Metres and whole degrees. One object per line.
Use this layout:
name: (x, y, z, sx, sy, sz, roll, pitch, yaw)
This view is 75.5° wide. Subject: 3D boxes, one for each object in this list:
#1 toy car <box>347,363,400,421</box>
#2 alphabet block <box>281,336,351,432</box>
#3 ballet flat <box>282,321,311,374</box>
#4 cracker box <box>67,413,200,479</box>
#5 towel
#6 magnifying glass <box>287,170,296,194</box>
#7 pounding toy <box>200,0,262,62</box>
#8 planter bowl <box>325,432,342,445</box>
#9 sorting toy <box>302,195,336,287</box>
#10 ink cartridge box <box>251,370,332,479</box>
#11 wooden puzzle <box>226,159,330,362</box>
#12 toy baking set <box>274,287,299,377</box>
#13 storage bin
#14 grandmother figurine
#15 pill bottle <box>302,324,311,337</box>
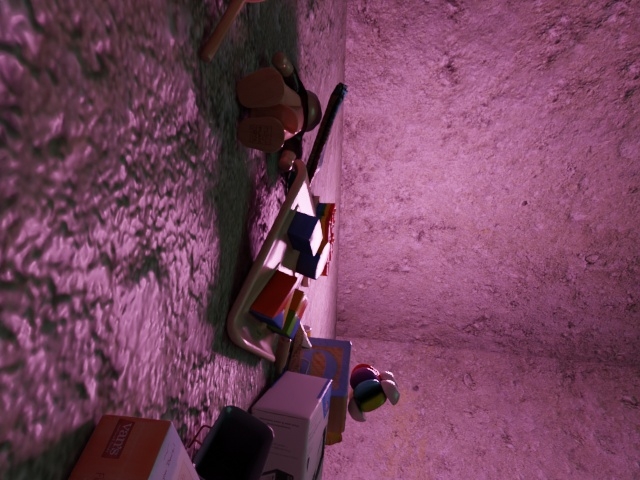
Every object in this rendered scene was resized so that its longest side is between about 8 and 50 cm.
toy car: (0.146, 0.446, 1.259, 0.136, 0.159, 0.182, 60, 6, 2)
alphabet block: (-0.012, 0.421, 1.217, 0.192, 0.193, 0.197, -76, 169, -50)
ballet flat: (-0.060, 0.308, 1.112, 0.073, 0.067, 0.206, 122, -23, -68)
cracker box: (-0.160, 0.281, 0.356, 0.156, 0.067, 0.232, -79, 172, -50)
towel: (0.008, -0.257, 1.058, 0.370, 0.040, 0.272, -80, -170, -66)
magnifying glass: (-0.060, -0.146, 1.155, 0.231, 0.026, 0.092, -42, 136, -78)
pounding toy: (-0.065, -0.264, 0.425, 0.269, 0.154, 0.155, -73, 166, -61)
planter bowl: (-0.038, 0.616, 1.370, 0.090, 0.217, 0.217, -36, 142, -32)
sorting toy: (0.000, 0.000, 1.485, 0.257, 0.089, 0.256, -72, 166, -65)
ink cartridge box: (-0.069, 0.488, 0.928, 0.223, 0.128, 0.308, -12, 108, -77)
wooden puzzle: (-0.056, 0.065, 0.834, 0.322, 0.080, 0.348, 77, 30, -68)
toy baking set: (-0.088, 0.214, 1.053, 0.197, 0.030, 0.256, -89, -169, -58)
storage bin: (-0.135, 0.302, 0.545, 0.091, 0.098, 0.135, -59, 180, 14)
grandmother figurine: (-0.058, -0.236, 0.778, 0.342, 0.104, 0.208, -63, 165, -67)
pill bottle: (-0.056, 0.339, 1.431, 0.043, 0.043, 0.083, -62, 156, -74)
